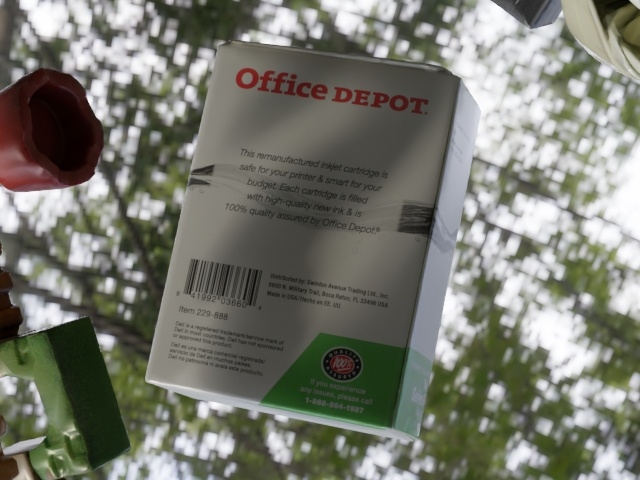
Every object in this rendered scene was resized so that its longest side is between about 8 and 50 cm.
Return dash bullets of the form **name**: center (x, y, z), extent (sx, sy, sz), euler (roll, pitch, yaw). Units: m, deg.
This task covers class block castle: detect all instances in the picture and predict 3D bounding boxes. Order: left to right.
- **block castle**: center (-0.218, 0.126, 1.213), extent (0.303, 0.212, 0.453), euler (-19, -87, -58)

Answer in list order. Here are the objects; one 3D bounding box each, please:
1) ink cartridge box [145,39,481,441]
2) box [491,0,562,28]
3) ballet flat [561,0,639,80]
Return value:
- **ink cartridge box**: center (0.000, 0.000, 1.493), extent (0.211, 0.121, 0.289), euler (10, -98, 17)
- **box**: center (0.127, -0.302, 1.404), extent (0.231, 0.183, 0.056), euler (39, -155, 17)
- **ballet flat**: center (0.148, -0.116, 0.823), extent (0.086, 0.248, 0.086), euler (-9, -115, 19)
